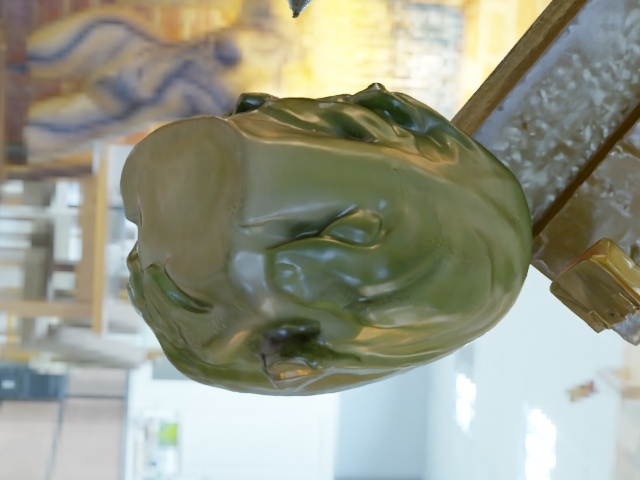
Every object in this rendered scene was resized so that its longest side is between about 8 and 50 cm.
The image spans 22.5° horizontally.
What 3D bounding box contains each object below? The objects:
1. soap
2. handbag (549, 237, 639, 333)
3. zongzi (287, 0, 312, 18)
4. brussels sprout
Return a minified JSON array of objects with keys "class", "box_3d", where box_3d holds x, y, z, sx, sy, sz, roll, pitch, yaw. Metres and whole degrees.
[{"class":"soap","box_3d":[0.272,-0.092,1.395,0.281,0.259,0.143,-51,-176,14]},{"class":"handbag","box_3d":[0.220,0.037,1.257,0.027,0.061,0.083,-46,177,-27]},{"class":"zongzi","box_3d":[0.042,-0.330,1.534,0.112,0.221,0.242,56,-5,28]},{"class":"brussels sprout","box_3d":[0.000,0.000,1.242,0.328,0.328,0.247,111,-29,-71]}]
